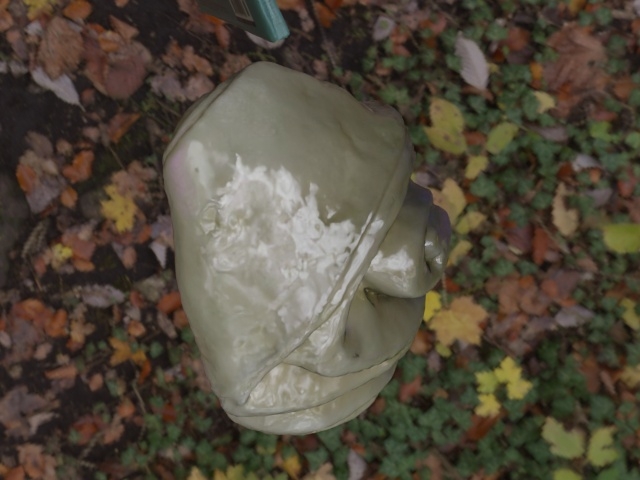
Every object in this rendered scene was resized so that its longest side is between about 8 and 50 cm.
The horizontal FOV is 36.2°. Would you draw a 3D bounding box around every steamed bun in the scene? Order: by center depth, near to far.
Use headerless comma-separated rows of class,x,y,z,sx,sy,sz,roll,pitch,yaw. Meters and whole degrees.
steamed bun,0.000,0.000,0.938,0.247,0.339,0.352,-13,99,4

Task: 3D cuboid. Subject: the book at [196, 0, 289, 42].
book,-0.172,-0.433,1.202,0.031,0.264,0.379,-33,124,-14
